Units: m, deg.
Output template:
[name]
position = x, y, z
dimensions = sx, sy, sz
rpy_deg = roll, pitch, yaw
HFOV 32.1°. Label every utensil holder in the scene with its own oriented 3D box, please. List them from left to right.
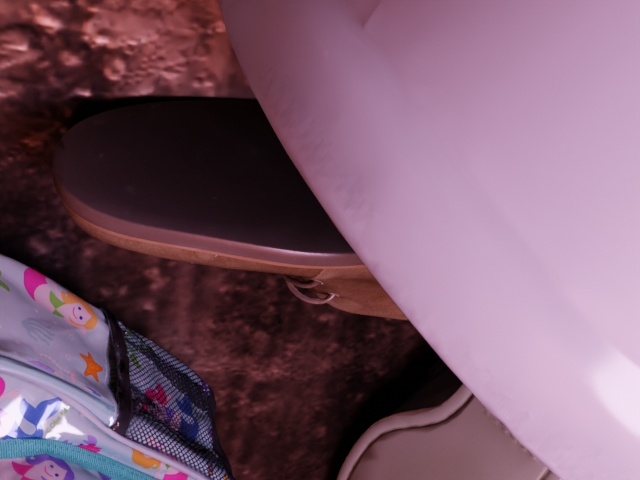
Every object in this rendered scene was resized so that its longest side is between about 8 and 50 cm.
[utensil holder]
position = 0.211, -0.121, 0.399
dimensions = 0.385, 0.327, 0.328
rpy_deg = -40, 132, 21

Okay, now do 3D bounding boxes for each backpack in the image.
[backpack]
position = -0.188, 0.132, 0.596
dimensions = 0.225, 0.191, 0.253
rpy_deg = -35, 128, 12

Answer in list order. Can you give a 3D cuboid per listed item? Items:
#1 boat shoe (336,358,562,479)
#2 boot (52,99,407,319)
[boat shoe]
position = 0.126, 0.124, 0.754
dimensions = 0.113, 0.127, 0.340
rpy_deg = -21, 149, -46
[boot]
position = 0.000, 0.000, 0.606
dimensions = 0.305, 0.112, 0.115
rpy_deg = 5, 138, -27
